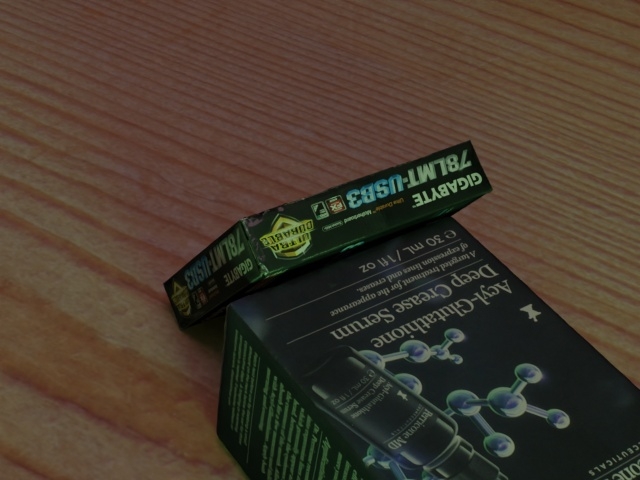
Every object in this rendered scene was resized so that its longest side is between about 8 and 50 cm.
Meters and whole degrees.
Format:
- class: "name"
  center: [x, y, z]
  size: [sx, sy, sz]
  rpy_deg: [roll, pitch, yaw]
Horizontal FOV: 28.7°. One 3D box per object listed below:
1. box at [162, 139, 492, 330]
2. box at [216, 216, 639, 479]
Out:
- class: "box"
  center: [0.000, 0.000, 1.410]
  size: [0.293, 0.295, 0.073]
  rpy_deg: [-21, 83, -27]
- class: "box"
  center: [0.122, 0.204, 1.247]
  size: [0.293, 0.212, 0.395]
  rpy_deg: [-22, 50, -30]
